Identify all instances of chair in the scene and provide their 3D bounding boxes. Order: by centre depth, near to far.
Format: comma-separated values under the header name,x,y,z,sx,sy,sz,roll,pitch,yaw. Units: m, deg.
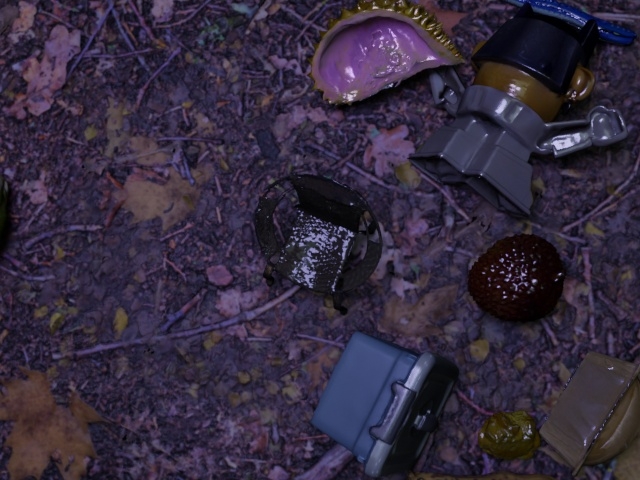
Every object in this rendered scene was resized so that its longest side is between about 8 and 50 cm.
name,x,y,z,sx,sy,sz,roll,pitch,yaw
chair,0.000,0.000,0.978,0.174,0.213,0.149,22,80,9

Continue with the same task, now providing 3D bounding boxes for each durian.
name,x,y,z,sx,sy,sz,roll,pitch,yaw
durian,0.086,-0.272,1.027,0.165,0.182,0.132,-4,80,-37

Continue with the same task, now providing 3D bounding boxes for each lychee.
name,x,y,z,sx,sy,sz,roll,pitch,yaw
lychee,0.265,0.052,0.992,0.129,0.123,0.123,2,83,14

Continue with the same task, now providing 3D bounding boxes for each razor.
name,x,y,z,sx,sy,sz,roll,pitch,yaw
razor,0.309,-0.362,1.074,0.324,0.093,0.056,32,127,4

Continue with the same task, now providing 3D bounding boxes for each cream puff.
name,x,y,z,sx,sy,sz,roll,pitch,yaw
cream puff,0.256,0.265,0.999,0.083,0.083,0.058,-28,41,13

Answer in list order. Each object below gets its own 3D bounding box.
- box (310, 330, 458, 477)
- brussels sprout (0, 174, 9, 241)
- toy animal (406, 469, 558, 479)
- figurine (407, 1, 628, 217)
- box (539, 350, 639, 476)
name,x,y,z,sx,sy,sz,roll,pitch,yaw
box,0.092,0.208,0.942,0.130,0.227,0.162,25,86,24
brussels sprout,-0.532,-0.026,1.069,0.131,0.145,0.183,30,92,-19
toy animal,0.247,0.360,0.973,0.275,0.054,0.149,37,84,-3
figurine,0.269,-0.192,1.008,0.308,0.143,0.308,0,86,6
box,0.368,0.229,0.968,0.111,0.111,0.177,31,87,8
